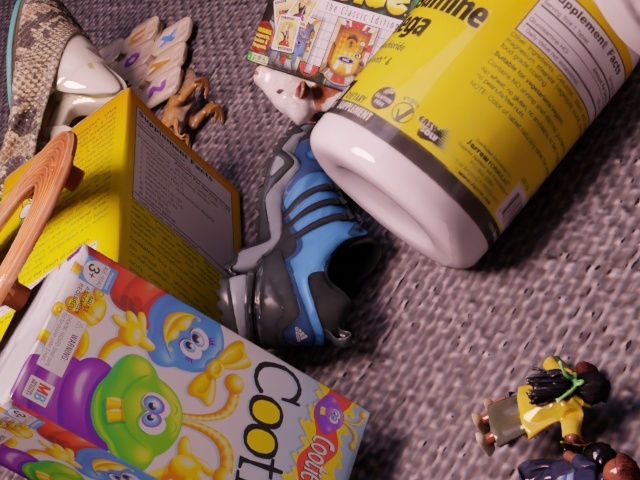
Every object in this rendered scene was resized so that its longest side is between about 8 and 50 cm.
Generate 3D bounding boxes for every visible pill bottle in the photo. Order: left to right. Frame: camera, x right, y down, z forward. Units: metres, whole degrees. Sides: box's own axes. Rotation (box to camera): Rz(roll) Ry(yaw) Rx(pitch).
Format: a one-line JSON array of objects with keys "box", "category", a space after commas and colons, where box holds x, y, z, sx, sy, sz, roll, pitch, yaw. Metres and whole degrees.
[{"box": [0.160, -0.155, 1.161, 0.334, 0.188, 0.188, -50, 34, -7], "category": "pill bottle"}]

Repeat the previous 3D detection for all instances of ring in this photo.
[{"box": [-0.304, 0.050, 1.178, 0.336, 0.032, 0.336, -50, 20, 25], "category": "ring"}]

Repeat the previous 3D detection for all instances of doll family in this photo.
[{"box": [0.173, 0.147, 0.942, 0.111, 0.076, 0.193, -26, 43, 20], "category": "doll family"}]

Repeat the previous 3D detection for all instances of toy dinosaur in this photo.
[{"box": [-0.174, -0.172, 1.654, 0.112, 0.064, 0.211, -16, 43, 38], "category": "toy dinosaur"}]

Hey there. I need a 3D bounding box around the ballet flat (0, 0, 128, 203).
[{"box": [-0.335, -0.120, 1.690, 0.182, 0.164, 0.483, -1, 63, 17], "category": "ballet flat"}]

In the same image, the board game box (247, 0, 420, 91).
[{"box": [0.047, -0.214, 1.337, 0.259, 0.030, 0.136, 22, 91, 36], "category": "board game box"}]

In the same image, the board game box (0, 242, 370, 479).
[{"box": [-0.123, 0.148, 1.045, 0.142, 0.275, 0.144, -32, 31, 52], "category": "board game box"}]

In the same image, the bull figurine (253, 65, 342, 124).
[{"box": [0.067, -0.236, 1.406, 0.310, 0.101, 0.188, -11, 76, 32], "category": "bull figurine"}]

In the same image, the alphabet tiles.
[{"box": [-0.291, -0.202, 1.849, 0.278, 0.021, 0.284, -26, 38, 26], "category": "alphabet tiles"}]

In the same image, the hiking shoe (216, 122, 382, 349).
[{"box": [0.000, 0.000, 1.278, 0.132, 0.113, 0.304, 5, 45, 13], "category": "hiking shoe"}]

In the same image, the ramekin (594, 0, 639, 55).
[{"box": [0.317, -0.282, 1.051, 0.127, 0.273, 0.273, -9, 48, 43], "category": "ramekin"}]

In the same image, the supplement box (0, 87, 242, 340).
[{"box": [-0.208, 0.050, 1.340, 0.195, 0.194, 0.356, -32, 35, 20], "category": "supplement box"}]
